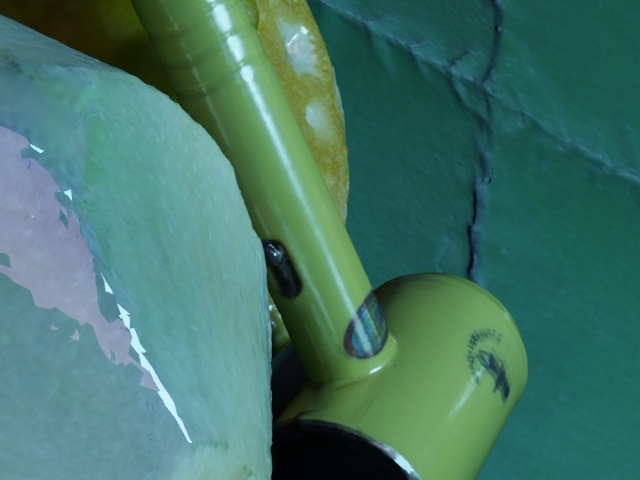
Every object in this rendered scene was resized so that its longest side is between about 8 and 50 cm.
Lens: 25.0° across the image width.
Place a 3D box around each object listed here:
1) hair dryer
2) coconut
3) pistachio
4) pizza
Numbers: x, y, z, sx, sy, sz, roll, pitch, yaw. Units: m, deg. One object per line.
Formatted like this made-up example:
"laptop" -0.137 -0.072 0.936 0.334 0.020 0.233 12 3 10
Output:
"hair dryer" 0.000 0.000 0.621 0.135 0.090 0.278 -49 122 -47
"coconut" -0.122 0.045 0.474 0.259 0.259 0.259 20 47 -23
"pistachio" -0.120 -0.079 0.653 0.189 0.100 0.110 -5 72 1
"pizza" -0.037 -0.039 0.717 0.127 0.058 0.246 21 56 -45
